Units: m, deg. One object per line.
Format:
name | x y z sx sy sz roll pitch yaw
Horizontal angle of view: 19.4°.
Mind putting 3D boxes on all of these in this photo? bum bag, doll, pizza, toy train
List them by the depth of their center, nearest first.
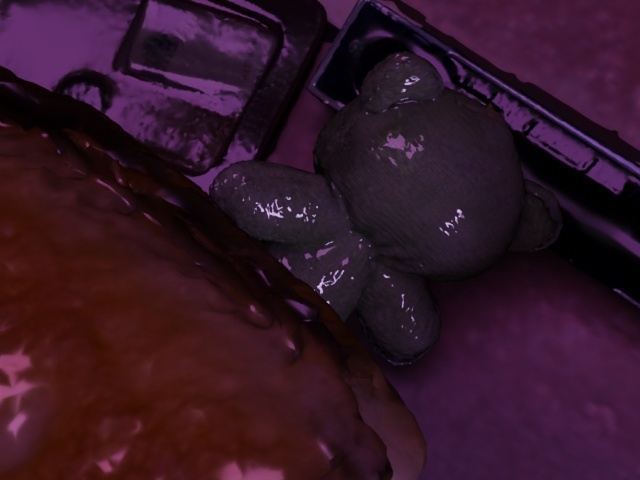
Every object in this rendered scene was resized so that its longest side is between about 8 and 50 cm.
pizza | -0.169 0.060 0.556 0.391 0.080 0.435 -12 61 1
doll | 0.000 0.000 0.639 0.150 0.115 0.077 -38 37 10
toy train | 0.090 -0.017 0.667 0.207 0.047 0.043 34 99 17
bum bag | -0.086 -0.074 0.721 0.159 0.026 0.109 24 74 8
